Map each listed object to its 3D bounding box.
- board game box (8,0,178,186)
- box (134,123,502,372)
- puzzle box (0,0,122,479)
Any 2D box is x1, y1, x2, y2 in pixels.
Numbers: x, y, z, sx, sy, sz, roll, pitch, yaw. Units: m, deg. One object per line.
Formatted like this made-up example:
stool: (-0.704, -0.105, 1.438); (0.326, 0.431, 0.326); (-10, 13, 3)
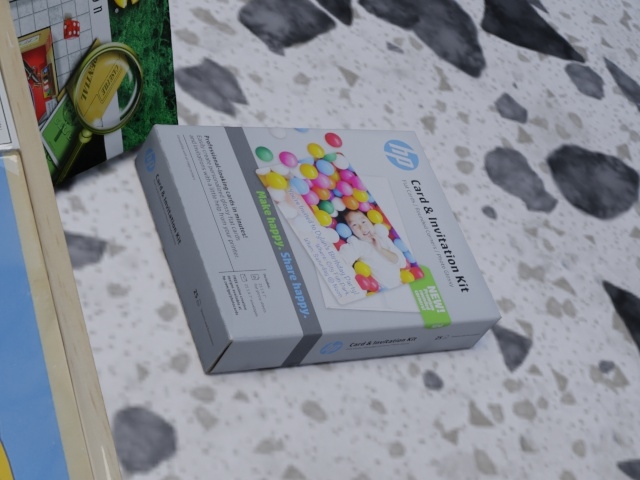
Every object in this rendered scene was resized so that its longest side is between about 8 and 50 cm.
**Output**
board game box: (-0.135, -0.158, 0.609); (0.030, 0.260, 0.136); (17, 34, 30)
box: (0.000, 0.000, 0.700); (0.186, 0.038, 0.145); (-1, 55, -34)
puzzle box: (-0.213, 0.085, 0.427); (0.272, 0.052, 0.409); (-11, 60, -16)
